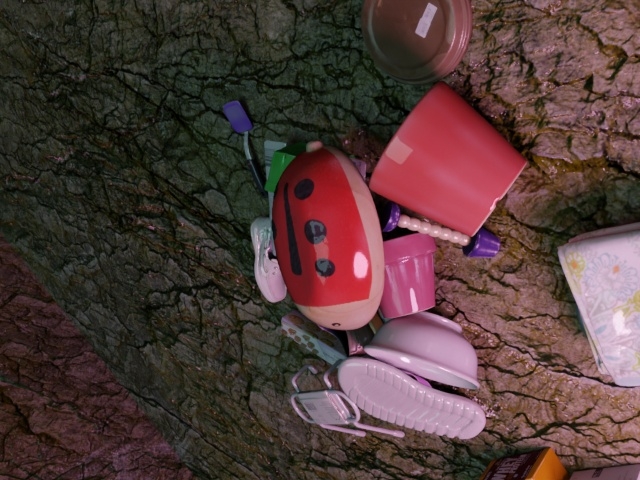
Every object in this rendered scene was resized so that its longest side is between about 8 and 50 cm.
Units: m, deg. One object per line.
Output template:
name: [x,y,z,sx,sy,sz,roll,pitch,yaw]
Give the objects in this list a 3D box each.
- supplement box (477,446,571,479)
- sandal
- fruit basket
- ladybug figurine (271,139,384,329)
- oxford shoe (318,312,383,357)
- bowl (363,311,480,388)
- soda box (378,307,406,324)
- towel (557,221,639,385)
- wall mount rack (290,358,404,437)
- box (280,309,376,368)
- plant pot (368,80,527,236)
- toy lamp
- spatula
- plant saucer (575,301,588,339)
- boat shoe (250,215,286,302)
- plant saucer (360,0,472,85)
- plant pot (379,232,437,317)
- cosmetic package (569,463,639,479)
supplement box: [0.533,0.656,1.623,0.194,0.129,0.191,-36,87,46]
sandal: [0.238,0.416,1.724,0.416,0.102,0.169,25,118,-2]
fruit basket: [-0.009,-0.077,1.705,0.326,0.165,0.353,18,128,35]
ladybug figurine: [0.000,0.000,1.460,0.305,0.161,0.450,1,105,52]
oxford shoe: [0.032,0.160,1.771,0.364,0.132,0.130,52,151,26]
bowl: [0.268,0.261,1.606,0.297,0.134,0.298,19,165,5]
soda box: [0.184,0.138,1.705,0.058,0.063,0.183,4,115,43]
towel: [0.662,0.115,1.189,0.374,0.090,0.321,-15,102,45]
wall mount rack: [0.069,0.502,1.909,0.304,0.130,0.350,56,147,-6]
box: [0.019,0.317,1.949,0.323,0.067,0.063,28,129,29]
plant pot: [0.275,-0.154,1.345,0.243,0.275,0.275,37,132,10]
toy lamp: [0.273,-0.020,1.440,0.274,0.080,0.080,17,133,-13]
spatula: [-0.209,-0.260,1.867,0.084,0.030,0.297,-4,110,44]
plant saucer: [0.671,0.158,1.298,0.317,0.043,0.318,21,125,33]
boat shoe: [-0.139,0.062,1.929,0.096,0.098,0.277,5,114,41]
plant saucer: [0.195,-0.473,1.387,0.277,0.041,0.278,19,123,33]
plant pot: [0.193,0.085,1.545,0.201,0.201,0.180,-17,85,45]
cosmetic package: [0.672,0.628,1.469,0.183,0.151,0.152,-30,91,45]
